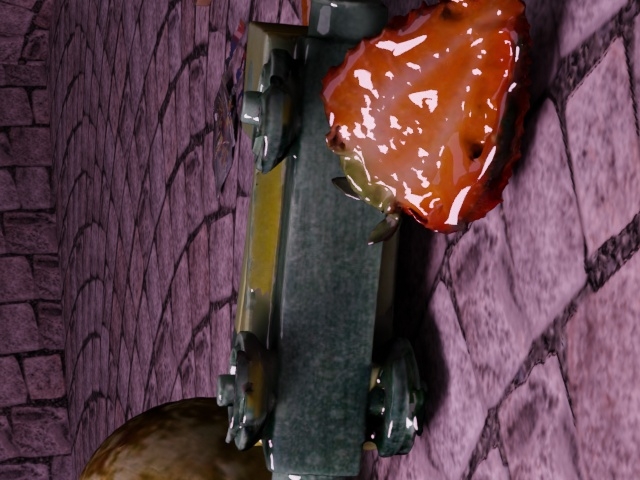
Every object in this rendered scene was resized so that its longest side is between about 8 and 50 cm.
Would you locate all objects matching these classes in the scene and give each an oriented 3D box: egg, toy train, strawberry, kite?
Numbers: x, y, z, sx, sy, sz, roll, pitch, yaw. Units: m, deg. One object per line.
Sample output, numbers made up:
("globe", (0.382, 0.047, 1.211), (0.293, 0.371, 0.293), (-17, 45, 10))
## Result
("egg", (-0.090, 0.260, 1.357), (0.289, 0.238, 0.238), (11, 100, 51))
("toy train", (0.000, 0.000, 1.216), (0.253, 0.160, 0.397), (-127, 42, -76))
("strawberry", (0.076, -0.087, 1.020), (0.085, 0.140, 0.192), (-43, -40, -54))
("kite", (-0.110, -0.161, 1.854), (0.245, 0.015, 0.141), (111, 154, -57))

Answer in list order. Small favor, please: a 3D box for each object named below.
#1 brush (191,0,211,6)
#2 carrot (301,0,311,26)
("brush", (-0.139, -0.413, 1.903), (0.327, 0.065, 0.070), (110, 153, -51))
("carrot", (0.002, -0.163, 1.415), (0.043, 0.043, 0.248), (-164, 74, -74))
